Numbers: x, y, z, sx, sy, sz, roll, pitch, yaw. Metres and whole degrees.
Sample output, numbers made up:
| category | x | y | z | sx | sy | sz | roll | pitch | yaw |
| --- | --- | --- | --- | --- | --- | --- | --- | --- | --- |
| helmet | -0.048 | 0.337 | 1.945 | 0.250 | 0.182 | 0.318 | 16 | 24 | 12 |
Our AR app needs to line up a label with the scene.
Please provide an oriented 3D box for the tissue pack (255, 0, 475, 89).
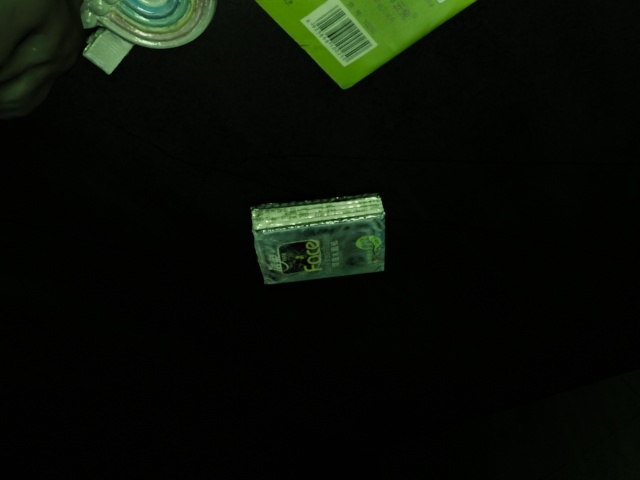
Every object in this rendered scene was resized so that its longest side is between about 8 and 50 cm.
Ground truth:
| category | x | y | z | sx | sy | sz | roll | pitch | yaw |
| --- | --- | --- | --- | --- | --- | --- | --- | --- | --- |
| tissue pack | 0.006 | -0.325 | 0.589 | 0.200 | 0.167 | 0.275 | -31 | 136 | 25 |

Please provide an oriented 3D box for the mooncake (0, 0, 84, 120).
| category | x | y | z | sx | sy | sz | roll | pitch | yaw |
| --- | --- | --- | --- | --- | --- | --- | --- | --- | --- |
| mooncake | -0.366 | -0.252 | 0.468 | 0.351 | 0.381 | 0.212 | 15 | -179 | -7 |

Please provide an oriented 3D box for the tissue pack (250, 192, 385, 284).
| category | x | y | z | sx | sy | sz | roll | pitch | yaw |
| --- | --- | --- | --- | --- | --- | --- | --- | --- | --- |
| tissue pack | 0.000 | 0.000 | 1.089 | 0.235 | 0.073 | 0.173 | -6 | 142 | -2 |

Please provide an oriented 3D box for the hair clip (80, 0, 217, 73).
| category | x | y | z | sx | sy | sz | roll | pitch | yaw |
| --- | --- | --- | --- | --- | --- | --- | --- | --- | --- |
| hair clip | -0.205 | -0.286 | 0.708 | 0.220 | 0.054 | 0.140 | -33 | 129 | 25 |
